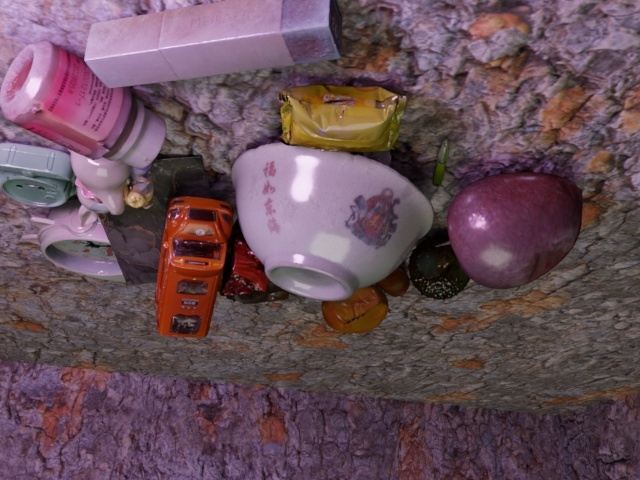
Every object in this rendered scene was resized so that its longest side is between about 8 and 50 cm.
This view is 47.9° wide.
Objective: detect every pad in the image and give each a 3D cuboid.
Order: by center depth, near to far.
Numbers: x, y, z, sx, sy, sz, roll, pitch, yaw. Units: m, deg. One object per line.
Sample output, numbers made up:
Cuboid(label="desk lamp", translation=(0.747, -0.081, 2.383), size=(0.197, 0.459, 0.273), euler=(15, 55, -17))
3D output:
Cuboid(label="pad", translation=(-0.345, -0.032, 1.555), size=(0.248, 0.007, 0.367), euler=(-6, 136, -1))

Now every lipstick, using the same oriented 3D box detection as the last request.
Cuboid(label="lipstick", translation=(-0.157, -0.292, 1.051), size=(0.371, 0.076, 0.080), euler=(-4, 156, 15))
Cuboid(label="lipstick", translation=(0.109, -0.103, 1.473), size=(0.059, 0.059, 0.264), euler=(2, 156, 2))

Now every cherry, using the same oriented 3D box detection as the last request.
Cuboid(label="cherry", translation=(0.383, -0.024, 1.440), size=(0.307, 0.221, 0.261), euler=(-22, 153, 9))

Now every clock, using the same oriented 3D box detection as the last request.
Cuboid(label="clock", translation=(-0.583, -0.123, 1.488), size=(0.159, 0.066, 0.211), euler=(8, 156, -10))
Cuboid(label="clock", translation=(-0.522, -0.003, 1.696), size=(0.324, 0.108, 0.265), euler=(16, 153, -26))

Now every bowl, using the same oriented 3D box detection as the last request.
Cuboid(label="bowl", translation=(0.000, 0.000, 1.450), size=(0.435, 0.196, 0.435), euler=(13, 156, 6))

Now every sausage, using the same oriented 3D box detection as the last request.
Cuboid(label="sausage", translation=(0.135, 0.074, 1.844), size=(0.302, 0.076, 0.103), euler=(25, 155, -39))

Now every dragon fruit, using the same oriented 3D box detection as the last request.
Cuboid(label="dragon fruit", translation=(-0.163, 0.039, 1.596), size=(0.092, 0.192, 0.122), euler=(12, 129, -18))

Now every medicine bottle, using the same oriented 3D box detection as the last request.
Cuboid(label="medicine bottle", translation=(-0.380, -0.210, 1.177), size=(0.147, 0.147, 0.247), euler=(-18, 149, 38))

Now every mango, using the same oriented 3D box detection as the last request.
Cuboid(label="mango", translation=(0.096, 0.199, 2.062), size=(0.187, 0.138, 0.257), euler=(-15, 160, -6))

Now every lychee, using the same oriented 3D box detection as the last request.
Cuboid(label="lychee", translation=(0.287, 0.065, 1.729), size=(0.171, 0.171, 0.171), euler=(2, 156, 1))

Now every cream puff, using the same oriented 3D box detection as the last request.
Cuboid(label="cream puff", translation=(-0.146, 0.071, 1.767), size=(0.269, 0.154, 0.241), euler=(-1, 152, 11))

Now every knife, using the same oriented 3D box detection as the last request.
Cuboid(label="knife", translation=(0.235, -0.146, 1.406), size=(0.022, 0.026, 0.184), euler=(14, 161, 9))

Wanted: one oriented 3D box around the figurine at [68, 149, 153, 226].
Cuboid(label="figurine", translation=(-0.401, -0.108, 1.388), size=(0.155, 0.127, 0.235), euler=(0, 145, -14))

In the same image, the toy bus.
Cuboid(label="toy bus", translation=(-0.276, 0.061, 1.547), size=(0.143, 0.153, 0.329), euler=(7, 133, -15))

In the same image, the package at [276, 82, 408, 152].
Cuboid(label="package", translation=(0.036, -0.203, 1.217), size=(0.226, 0.090, 0.168), euler=(5, 159, 1))
